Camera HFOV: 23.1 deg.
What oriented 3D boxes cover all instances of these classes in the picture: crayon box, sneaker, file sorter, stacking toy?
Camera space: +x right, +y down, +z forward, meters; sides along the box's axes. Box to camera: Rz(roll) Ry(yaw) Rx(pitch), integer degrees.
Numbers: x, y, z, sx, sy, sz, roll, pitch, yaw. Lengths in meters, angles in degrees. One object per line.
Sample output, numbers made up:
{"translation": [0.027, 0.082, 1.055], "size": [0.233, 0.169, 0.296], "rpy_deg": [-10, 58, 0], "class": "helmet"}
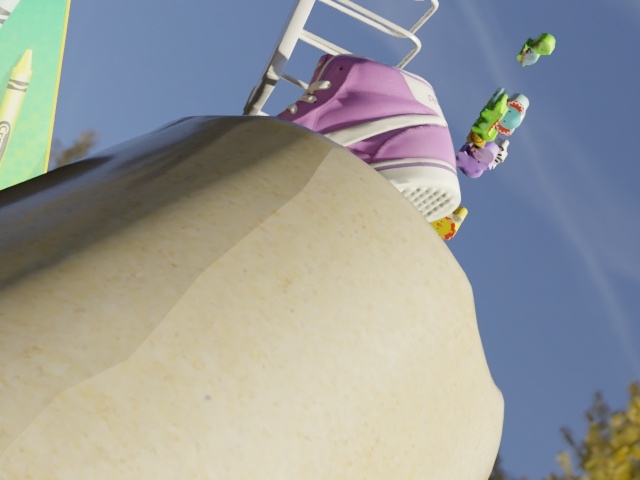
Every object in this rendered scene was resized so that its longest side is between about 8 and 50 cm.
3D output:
{"translation": [-0.216, -0.082, 0.943], "size": [0.165, 0.081, 0.278], "rpy_deg": [-117, -146, -51], "class": "crayon box"}
{"translation": [-0.028, -0.082, 1.375], "size": [0.102, 0.282, 0.161], "rpy_deg": [96, -13, -62], "class": "sneaker"}
{"translation": [0.040, -0.276, 2.084], "size": [0.173, 0.278, 0.193], "rpy_deg": [25, -16, -7], "class": "file sorter"}
{"translation": [0.200, -0.122, 1.816], "size": [0.052, 0.167, 0.221], "rpy_deg": [31, -45, 4], "class": "stacking toy"}

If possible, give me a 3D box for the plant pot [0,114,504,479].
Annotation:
{"translation": [-0.099, 0.105, 0.615], "size": [0.333, 0.305, 0.334], "rpy_deg": [22, -51, 29], "class": "plant pot"}
